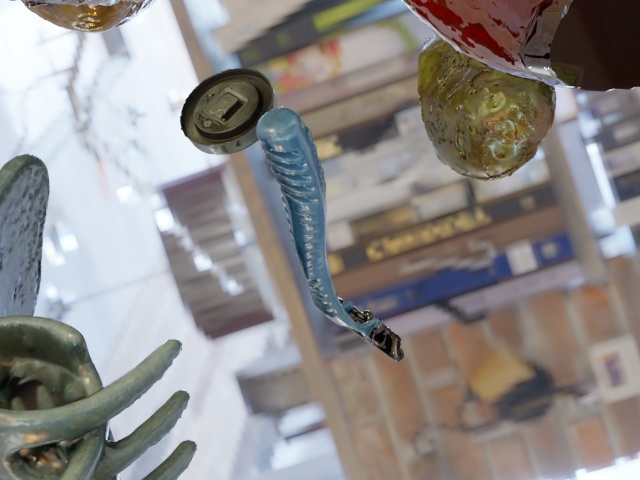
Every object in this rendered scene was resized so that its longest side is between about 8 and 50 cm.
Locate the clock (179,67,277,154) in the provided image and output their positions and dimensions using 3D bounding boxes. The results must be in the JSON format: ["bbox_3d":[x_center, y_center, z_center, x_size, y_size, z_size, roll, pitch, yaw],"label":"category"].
[{"bbox_3d":[-0.076,-0.107,1.541,0.017,0.085,0.085,61,-166,-48],"label":"clock"}]

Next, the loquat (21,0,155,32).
[{"bbox_3d":[-0.211,-0.290,1.710,0.187,0.176,0.234,50,-142,-19],"label":"loquat"}]

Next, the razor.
[{"bbox_3d":[0.000,0.000,1.330,0.082,0.042,0.253,34,156,36],"label":"razor"}]

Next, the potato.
[{"bbox_3d":[0.124,-0.128,1.521,0.054,0.119,0.198,37,-152,-32],"label":"potato"}]

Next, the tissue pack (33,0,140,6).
[{"bbox_3d":[-0.127,-0.235,0.908,0.173,0.073,0.235,-27,-78,-72],"label":"tissue pack"}]

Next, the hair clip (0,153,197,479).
[{"bbox_3d":[-0.238,0.183,1.452,0.392,0.238,0.318,-47,-32,-37],"label":"hair clip"}]

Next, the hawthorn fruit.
[{"bbox_3d":[0.137,-0.187,1.033,0.250,0.215,0.215,18,134,59],"label":"hawthorn fruit"}]
